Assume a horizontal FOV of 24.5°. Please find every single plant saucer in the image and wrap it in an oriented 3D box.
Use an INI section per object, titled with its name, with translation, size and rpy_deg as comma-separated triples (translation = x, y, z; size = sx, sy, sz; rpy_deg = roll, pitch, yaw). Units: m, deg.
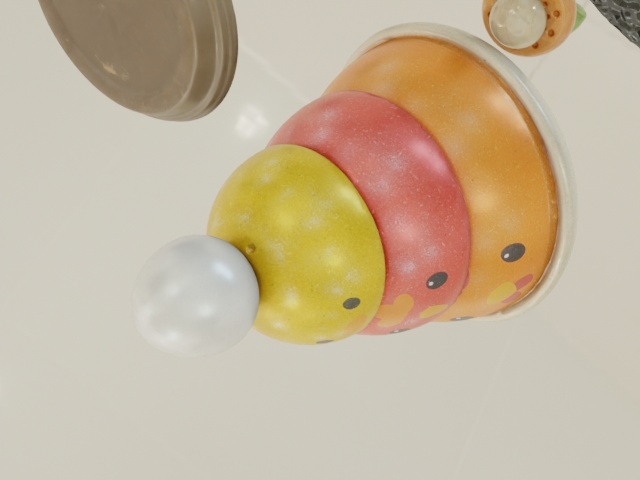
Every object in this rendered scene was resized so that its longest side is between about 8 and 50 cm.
[plant saucer]
translation = -0.190, -0.233, 1.412
size = 0.278, 0.041, 0.278
rpy_deg = 30, 138, 31

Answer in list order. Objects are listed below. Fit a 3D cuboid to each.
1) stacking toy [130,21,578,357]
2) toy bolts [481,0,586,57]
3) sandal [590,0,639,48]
[stacking toy]
translation = 0.000, 0.000, 1.521
size = 0.350, 0.480, 0.350
rpy_deg = 28, 131, 37
[toy bolts]
translation = 0.233, -0.326, 1.546
size = 0.218, 0.158, 0.228
rpy_deg = -30, 96, 28
[sandal]
translation = 0.357, -0.177, 1.143
size = 0.446, 0.107, 0.167
rpy_deg = 38, 136, -11
